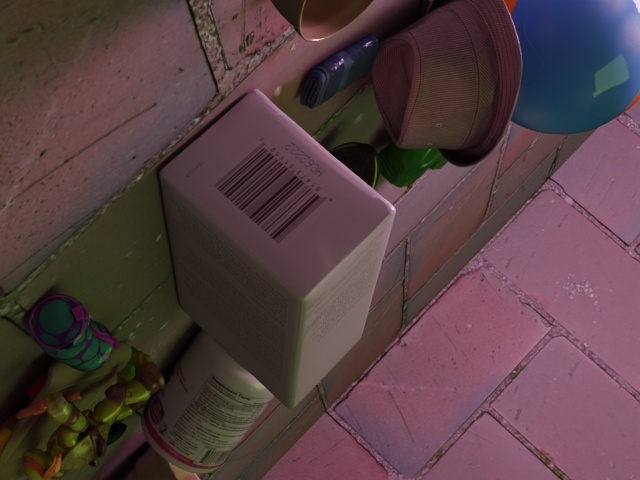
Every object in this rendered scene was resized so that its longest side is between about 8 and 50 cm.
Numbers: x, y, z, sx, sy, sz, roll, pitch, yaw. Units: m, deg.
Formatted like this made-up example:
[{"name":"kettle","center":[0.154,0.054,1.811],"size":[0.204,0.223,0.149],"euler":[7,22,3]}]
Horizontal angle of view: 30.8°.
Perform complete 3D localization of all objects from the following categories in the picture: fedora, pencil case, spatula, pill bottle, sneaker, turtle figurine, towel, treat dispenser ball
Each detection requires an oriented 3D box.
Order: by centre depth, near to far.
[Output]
[{"name":"pencil case","center":[-0.286,0.110,1.353],"size":[0.070,0.064,0.151],"euler":[-12,164,0]},{"name":"turtle figurine","center":[-0.290,0.229,1.436],"size":[0.217,0.087,0.269],"euler":[-40,163,-37]},{"name":"towel","center":[0.023,-0.216,1.469],"size":[0.119,0.029,0.067],"euler":[-37,163,-35]},{"name":"fedora","center":[0.148,-0.216,1.545],"size":[0.124,0.243,0.275],"euler":[-11,162,-18]},{"name":"treat dispenser ball","center":[0.354,-0.299,1.698],"size":[0.288,0.288,0.288],"euler":[-44,166,-14]},{"name":"spatula","center":[-0.361,0.309,1.750],"size":[0.084,0.030,0.296],"euler":[-49,167,10]},{"name":"sneaker","center":[0.011,-0.052,1.768],"size":[0.121,0.111,0.300],"euler":[-48,176,-45]},{"name":"pill bottle","center":[-0.154,0.224,1.867],"size":[0.283,0.160,0.160],"euler":[-53,165,22]}]

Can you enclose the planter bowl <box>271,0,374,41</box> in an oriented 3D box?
[{"name":"planter bowl","center":[-0.001,-0.277,1.059],"size":[0.162,0.109,0.162],"euler":[-44,165,-15]}]

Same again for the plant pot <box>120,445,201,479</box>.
[{"name":"plant pot","center":[-0.321,0.570,2.071],"size":[0.305,0.334,0.334],"euler":[-35,165,-5]}]

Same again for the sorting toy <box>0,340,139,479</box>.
[{"name":"sorting toy","center":[-0.348,0.216,1.508],"size":[0.196,0.047,0.348],"euler":[-56,164,18]}]

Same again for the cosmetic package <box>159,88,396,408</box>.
[{"name":"cosmetic package","center":[-0.059,0.032,1.486],"size":[0.161,0.230,0.453],"euler":[-44,166,-19]}]

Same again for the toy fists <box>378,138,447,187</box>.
[{"name":"toy fists","center":[0.193,-0.185,1.933],"size":[0.142,0.096,0.279],"euler":[-44,171,30]}]
